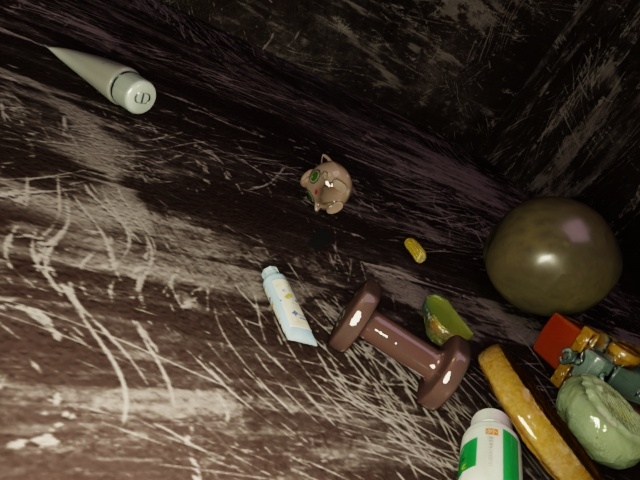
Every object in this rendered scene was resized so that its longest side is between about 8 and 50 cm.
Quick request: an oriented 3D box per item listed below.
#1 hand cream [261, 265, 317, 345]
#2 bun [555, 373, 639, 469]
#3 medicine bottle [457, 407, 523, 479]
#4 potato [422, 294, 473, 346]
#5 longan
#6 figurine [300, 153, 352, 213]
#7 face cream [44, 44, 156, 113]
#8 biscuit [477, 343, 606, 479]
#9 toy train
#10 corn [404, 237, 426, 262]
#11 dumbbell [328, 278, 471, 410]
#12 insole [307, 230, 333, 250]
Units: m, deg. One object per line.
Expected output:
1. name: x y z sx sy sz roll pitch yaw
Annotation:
1. hand cream: -0.058 0.109 1.080 0.065 0.043 0.170 19 27 -39
2. bun: 0.548 0.362 1.274 0.195 0.118 0.195 30 27 -17
3. medicine bottle: 0.249 0.340 0.941 0.095 0.095 0.260 35 23 5
4. potato: 0.258 0.176 1.361 0.119 0.054 0.198 28 18 -11
5. longan: 0.642 0.042 1.810 0.404 0.336 0.404 -5 12 1
6. figurine: 0.017 -0.137 1.607 0.125 0.125 0.138 17 24 -34
7. face cream: -0.502 -0.391 1.493 0.314 0.089 0.143 36 21 30
8. biscuit: 0.375 0.317 1.083 0.367 0.063 0.314 47 11 -25
9. toy train: 0.675 0.297 1.541 0.369 0.163 0.231 21 16 -27
10. corn: 0.251 0.024 1.697 0.037 0.037 0.092 19 22 -31
11. dumbbell: 0.135 0.176 1.093 0.225 0.124 0.140 33 22 2
12. insole: 0.000 0.000 1.447 0.045 0.002 0.135 33 21 4
